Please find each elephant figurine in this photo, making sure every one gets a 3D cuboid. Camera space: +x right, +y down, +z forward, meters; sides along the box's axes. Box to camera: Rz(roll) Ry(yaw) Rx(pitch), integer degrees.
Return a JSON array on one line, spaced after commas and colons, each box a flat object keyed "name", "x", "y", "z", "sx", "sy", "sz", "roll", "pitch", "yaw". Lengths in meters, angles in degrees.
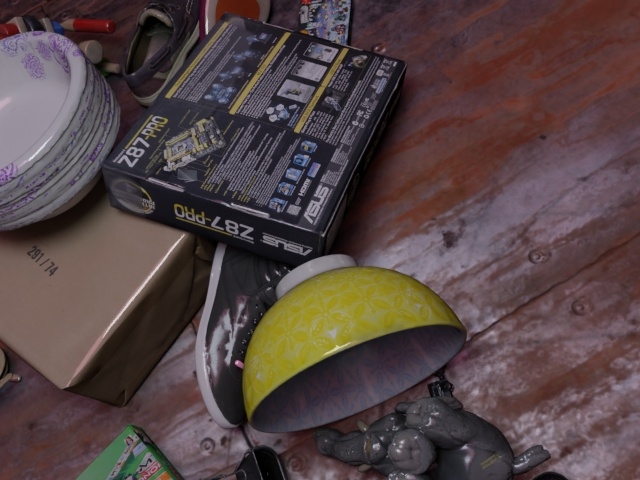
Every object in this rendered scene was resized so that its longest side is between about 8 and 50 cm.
[{"name": "elephant figurine", "x": 0.124, "y": 0.261, "z": 0.914, "sx": 0.186, "sy": 0.239, "sz": 0.169, "roll": 40, "pitch": 79, "yaw": -5}]

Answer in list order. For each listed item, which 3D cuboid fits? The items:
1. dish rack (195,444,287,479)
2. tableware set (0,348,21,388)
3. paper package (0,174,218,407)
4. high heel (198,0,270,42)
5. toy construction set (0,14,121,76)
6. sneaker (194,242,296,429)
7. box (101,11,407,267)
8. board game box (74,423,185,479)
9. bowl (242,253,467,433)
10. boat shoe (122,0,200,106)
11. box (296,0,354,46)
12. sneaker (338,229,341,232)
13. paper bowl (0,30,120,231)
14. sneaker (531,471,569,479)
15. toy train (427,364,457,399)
[{"name": "dish rack", "x": -0.147, "y": 0.381, "z": 0.885, "sx": 0.074, "sy": 0.272, "sz": 0.208, "roll": -45, "pitch": 57, "yaw": 38}, {"name": "tableware set", "x": -0.571, "y": 0.248, "z": 1.140, "sx": 0.194, "sy": 0.039, "sz": 0.128, "roll": -43, "pitch": 54, "yaw": -12}, {"name": "paper package", "x": -0.360, "y": 0.040, "z": 1.103, "sx": 0.325, "sy": 0.168, "sz": 0.309, "roll": 31, "pitch": 79, "yaw": 23}, {"name": "high heel", "x": -0.178, "y": -0.469, "z": 1.328, "sx": 0.181, "sy": 0.127, "sz": 0.377, "roll": -1, "pitch": 73, "yaw": 53}, {"name": "toy construction set", "x": -0.531, "y": -0.290, "z": 1.268, "sx": 0.237, "sy": 0.257, "sz": 0.308, "roll": 13, "pitch": 51, "yaw": 31}, {"name": "sneaker", "x": -0.084, "y": 0.115, "z": 1.021, "sx": 0.147, "sy": 0.105, "sz": 0.295, "roll": -9, "pitch": 65, "yaw": 30}, {"name": "box", "x": -0.079, "y": -0.164, "z": 1.063, "sx": 0.318, "sy": 0.097, "sz": 0.394, "roll": 18, "pitch": 52, "yaw": 8}, {"name": "board game box", "x": -0.307, "y": 0.445, "z": 0.993, "sx": 0.317, "sy": 0.046, "sz": 0.213, "roll": -45, "pitch": 66, "yaw": -7}, {"name": "bowl", "x": 0.022, "y": 0.113, "z": 0.919, "sx": 0.290, "sy": 0.289, "sz": 0.156, "roll": -26, "pitch": 63, "yaw": 2}, {"name": "boat shoe", "x": -0.281, "y": -0.381, "z": 1.294, "sx": 0.103, "sy": 0.092, "sz": 0.285, "roll": 10, "pitch": 71, "yaw": 17}, {"name": "box", "x": 0.006, "y": -0.364, "z": 1.256, "sx": 0.094, "sy": 0.027, "sz": 0.136, "roll": -1, "pitch": 69, "yaw": 14}, {"name": "sneaker", "x": 0.000, "y": 0.000, "z": 1.105, "sx": 0.069, "sy": 0.038, "sz": 0.098, "roll": -14, "pitch": 66, "yaw": 8}, {"name": "paper bowl", "x": -0.412, "y": -0.141, "z": 1.008, "sx": 0.284, "sy": 0.148, "sz": 0.284, "roll": -10, "pitch": 58, "yaw": 17}, {"name": "sneaker", "x": 0.234, "y": 0.374, "z": 0.851, "sx": 0.087, "sy": 0.130, "sz": 0.227, "roll": 38, "pitch": 79, "yaw": 22}, {"name": "toy train", "x": 0.153, "y": 0.164, "z": 1.011, "sx": 0.036, "sy": 0.027, "sz": 0.158, "roll": -22, "pitch": 65, "yaw": 17}]
